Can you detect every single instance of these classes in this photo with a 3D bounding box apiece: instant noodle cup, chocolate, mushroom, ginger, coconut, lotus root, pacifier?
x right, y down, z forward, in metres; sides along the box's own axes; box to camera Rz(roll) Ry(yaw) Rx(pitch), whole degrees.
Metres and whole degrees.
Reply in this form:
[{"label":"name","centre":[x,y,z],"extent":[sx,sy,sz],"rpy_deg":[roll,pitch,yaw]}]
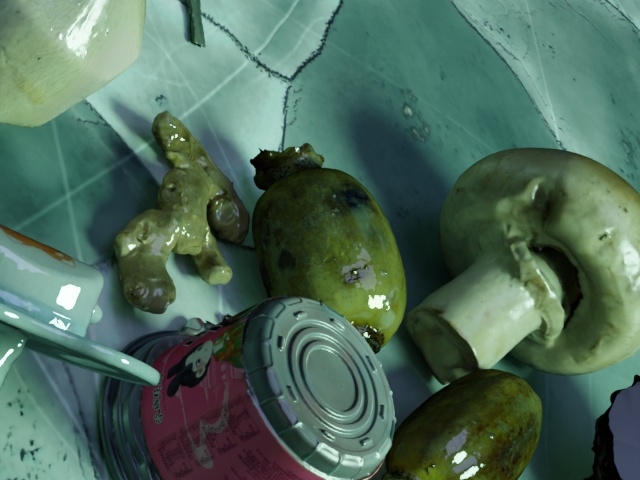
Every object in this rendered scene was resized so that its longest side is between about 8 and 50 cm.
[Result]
[{"label":"instant noodle cup","centre":[-0.049,0.165,1.730],"extent":[0.258,0.181,0.302],"rpy_deg":[25,45,-39]},{"label":"chocolate","centre":[0.402,0.271,2.202],"extent":[0.224,0.177,0.206],"rpy_deg":[31,56,-2]},{"label":"mushroom","centre":[0.241,0.048,2.137],"extent":[0.292,0.292,0.290],"rpy_deg":[53,51,-4]},{"label":"ginger","centre":[-0.132,-0.009,1.884],"extent":[0.149,0.065,0.258],"rpy_deg":[41,35,-26]},{"label":"coconut","centre":[-0.265,-0.229,1.748],"extent":[0.224,0.234,0.224],"rpy_deg":[32,37,-27]},{"label":"lotus root","centre":[0.002,-0.001,1.964],"extent":[0.154,0.154,0.278],"rpy_deg":[16,42,-44]},{"label":"pacifier","centre":[-0.288,0.103,1.515],"extent":[0.299,0.244,0.233],"rpy_deg":[27,74,-30]},{"label":"lotus root","centre":[0.154,0.217,1.983],"extent":[0.241,0.123,0.124],"rpy_deg":[-37,114,-53]}]

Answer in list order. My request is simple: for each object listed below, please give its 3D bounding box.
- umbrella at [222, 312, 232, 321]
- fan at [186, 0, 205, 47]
[{"label":"umbrella","centre":[-0.067,0.093,1.917],"extent":[0.083,0.020,0.031],"rpy_deg":[23,45,-32]},{"label":"fan","centre":[-0.156,-0.355,2.187],"extent":[0.230,0.011,0.335],"rpy_deg":[22,46,-40]}]
